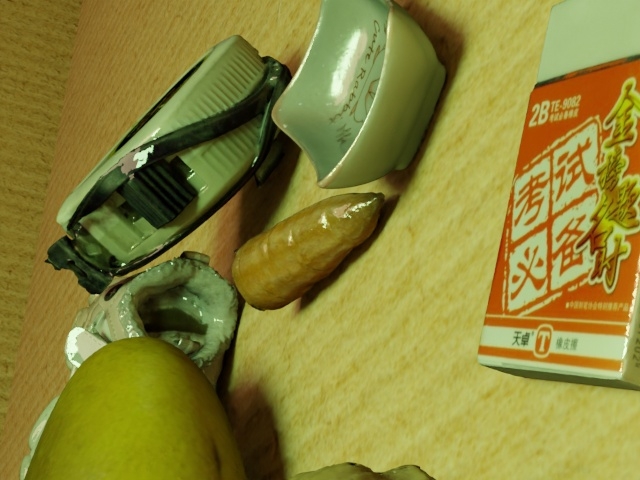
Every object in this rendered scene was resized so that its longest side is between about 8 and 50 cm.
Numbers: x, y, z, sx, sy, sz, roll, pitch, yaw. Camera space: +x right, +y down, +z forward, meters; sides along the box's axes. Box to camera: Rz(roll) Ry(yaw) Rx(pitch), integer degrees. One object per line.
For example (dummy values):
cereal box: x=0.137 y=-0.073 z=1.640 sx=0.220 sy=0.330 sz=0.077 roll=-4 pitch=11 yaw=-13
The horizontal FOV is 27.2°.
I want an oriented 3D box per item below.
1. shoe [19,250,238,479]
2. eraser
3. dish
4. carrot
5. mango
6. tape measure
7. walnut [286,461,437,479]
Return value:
shoe: x=-0.194 y=0.173 z=1.362 sx=0.198 sy=0.172 sz=0.350 roll=-40 pitch=40 yaw=53
eraser: x=0.159 y=-0.035 z=0.742 sx=0.157 sy=0.038 sz=0.230 roll=174 pitch=110 yaw=-70
dish: x=0.037 y=-0.130 z=1.098 sx=0.151 sy=0.077 sz=0.212 roll=-67 pitch=20 yaw=15
carrot: x=0.000 y=0.000 z=1.136 sx=0.205 sy=0.072 sz=0.072 roll=-32 pitch=46 yaw=52
mango: x=-0.166 y=0.284 z=1.129 sx=0.301 sy=0.221 sz=0.445 roll=123 pitch=156 yaw=-48
tape measure: x=-0.137 y=-0.080 z=1.361 sx=0.231 sy=0.133 sz=0.271 roll=-30 pitch=18 yaw=50
walnut: x=0.021 y=0.232 z=0.692 sx=0.198 sy=0.198 sz=0.245 roll=-41 pitch=29 yaw=58
